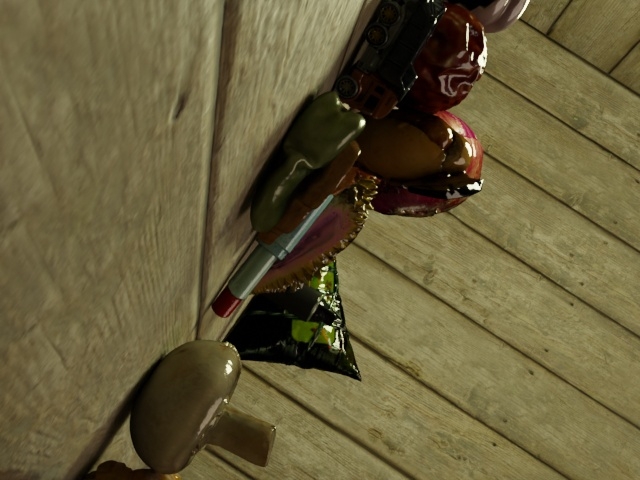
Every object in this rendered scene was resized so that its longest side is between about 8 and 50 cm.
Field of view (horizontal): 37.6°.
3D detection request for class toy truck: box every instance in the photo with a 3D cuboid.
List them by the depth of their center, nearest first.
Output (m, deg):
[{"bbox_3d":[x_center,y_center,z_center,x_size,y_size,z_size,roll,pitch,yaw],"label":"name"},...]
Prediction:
[{"bbox_3d":[0.101,-0.263,1.313,0.192,0.092,0.083,-58,178,32],"label":"toy truck"}]

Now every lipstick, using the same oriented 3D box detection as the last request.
[{"bbox_3d":[-0.086,0.015,1.562,0.274,0.061,0.068,-51,-166,-4],"label":"lipstick"}]

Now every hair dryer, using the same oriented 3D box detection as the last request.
[{"bbox_3d":[-0.034,0.092,2.035,0.078,0.195,0.248,-57,176,-28],"label":"hair dryer"}]

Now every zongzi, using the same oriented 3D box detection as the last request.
[{"bbox_3d":[-0.105,0.185,2.336,0.319,0.362,0.384,118,-33,-51],"label":"zongzi"}]

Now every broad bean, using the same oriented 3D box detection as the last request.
[{"bbox_3d":[-0.028,-0.105,1.226,0.207,0.072,0.153,-47,-179,24],"label":"broad bean"}]

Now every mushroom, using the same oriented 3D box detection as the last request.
[{"bbox_3d":[-0.162,0.258,1.371,0.207,0.215,0.207,-62,173,-13],"label":"mushroom"}]

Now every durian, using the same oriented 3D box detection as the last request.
[{"bbox_3d":[0.000,-0.001,1.750,0.341,0.112,0.191,-41,174,29],"label":"durian"}]

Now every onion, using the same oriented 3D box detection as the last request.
[{"bbox_3d":[0.233,-0.245,2.343,0.348,0.347,0.385,106,-18,-82],"label":"onion"}]

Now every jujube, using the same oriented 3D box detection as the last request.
[{"bbox_3d":[0.174,-0.290,1.501,0.174,0.174,0.250,-57,177,-5],"label":"jujube"}]

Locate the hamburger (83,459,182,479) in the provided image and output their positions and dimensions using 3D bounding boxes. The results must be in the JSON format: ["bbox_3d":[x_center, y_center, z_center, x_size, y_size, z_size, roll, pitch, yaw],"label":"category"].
[{"bbox_3d":[-0.259,0.409,1.353,0.149,0.237,0.237,-59,177,6],"label":"hamburger"}]

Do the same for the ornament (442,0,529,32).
[{"bbox_3d":[0.269,-0.434,1.547,0.177,0.177,0.177,-57,178,-4],"label":"ornament"}]

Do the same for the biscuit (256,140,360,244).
[{"bbox_3d":[-0.019,-0.086,1.391,0.186,0.044,0.295,-60,-169,-20],"label":"biscuit"}]

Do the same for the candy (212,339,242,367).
[{"bbox_3d":[-0.210,0.252,1.914,0.095,0.085,0.110,-50,166,-12],"label":"candy"}]

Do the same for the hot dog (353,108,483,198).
[{"bbox_3d":[0.118,-0.158,1.500,0.194,0.326,0.107,-16,115,-47],"label":"hot dog"}]

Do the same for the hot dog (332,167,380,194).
[{"bbox_3d":[0.092,-0.176,1.975,0.158,0.117,0.349,-56,177,-37],"label":"hot dog"}]

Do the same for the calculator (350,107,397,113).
[{"bbox_3d":[0.090,-0.228,1.772,0.100,0.032,0.175,15,111,-51],"label":"calculator"}]
